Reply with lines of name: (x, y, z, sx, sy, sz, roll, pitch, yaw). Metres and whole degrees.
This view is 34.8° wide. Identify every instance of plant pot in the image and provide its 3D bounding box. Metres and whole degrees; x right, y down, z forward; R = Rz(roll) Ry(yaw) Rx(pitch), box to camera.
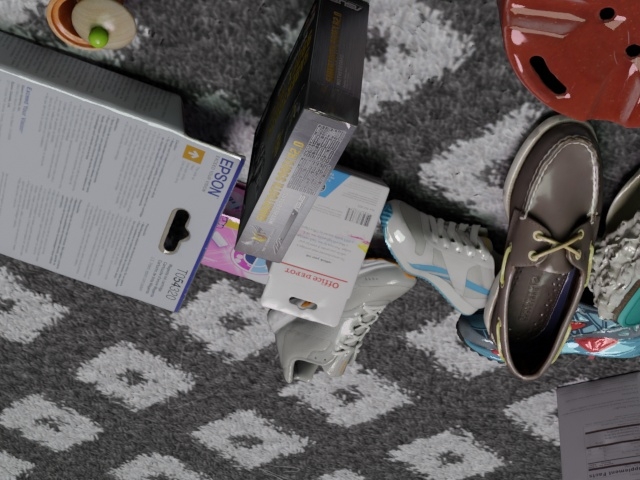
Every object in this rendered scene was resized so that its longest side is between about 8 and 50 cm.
plant pot: (0.241, -0.248, 0.796, 0.272, 0.265, 0.272, 4, 141, 4)

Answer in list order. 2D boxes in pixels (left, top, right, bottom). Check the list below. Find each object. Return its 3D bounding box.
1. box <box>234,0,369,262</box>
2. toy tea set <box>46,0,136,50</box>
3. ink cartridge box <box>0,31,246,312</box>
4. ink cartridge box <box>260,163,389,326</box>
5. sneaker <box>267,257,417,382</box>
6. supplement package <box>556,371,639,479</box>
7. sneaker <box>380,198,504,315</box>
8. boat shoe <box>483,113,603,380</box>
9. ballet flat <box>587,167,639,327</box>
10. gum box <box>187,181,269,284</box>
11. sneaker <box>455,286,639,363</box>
box: (-0.022, -0.115, 1.060, 0.056, 0.183, 0.231, 17, 140, -12)
toy tea set: (-0.297, -0.292, 0.931, 0.336, 0.124, 0.200, 32, 134, -27)
ink cartridge box: (-0.283, -0.072, 1.231, 0.330, 0.071, 0.324, 19, 138, -11)
ink cartridge box: (0.000, 0.000, 1.215, 0.104, 0.061, 0.181, 18, 101, -12)
sneaker: (0.037, 0.113, 1.359, 0.099, 0.121, 0.262, 11, 148, -39)
supplement package: (0.436, 0.339, 1.489, 0.133, 0.244, 0.139, -17, 134, 26)
sneaker: (0.158, 0.007, 1.267, 0.092, 0.087, 0.228, -31, 135, 28)
boat shoe: (0.263, 0.015, 1.182, 0.116, 0.097, 0.324, 5, 122, -7)
ballet flat: (0.402, -0.054, 1.108, 0.147, 0.147, 0.409, 17, 140, -12)
gum box: (-0.067, -0.001, 1.296, 0.188, 0.062, 0.107, 19, 139, -14)
sneaker: (0.307, 0.084, 1.341, 0.261, 0.104, 0.125, -4, 122, 7)
